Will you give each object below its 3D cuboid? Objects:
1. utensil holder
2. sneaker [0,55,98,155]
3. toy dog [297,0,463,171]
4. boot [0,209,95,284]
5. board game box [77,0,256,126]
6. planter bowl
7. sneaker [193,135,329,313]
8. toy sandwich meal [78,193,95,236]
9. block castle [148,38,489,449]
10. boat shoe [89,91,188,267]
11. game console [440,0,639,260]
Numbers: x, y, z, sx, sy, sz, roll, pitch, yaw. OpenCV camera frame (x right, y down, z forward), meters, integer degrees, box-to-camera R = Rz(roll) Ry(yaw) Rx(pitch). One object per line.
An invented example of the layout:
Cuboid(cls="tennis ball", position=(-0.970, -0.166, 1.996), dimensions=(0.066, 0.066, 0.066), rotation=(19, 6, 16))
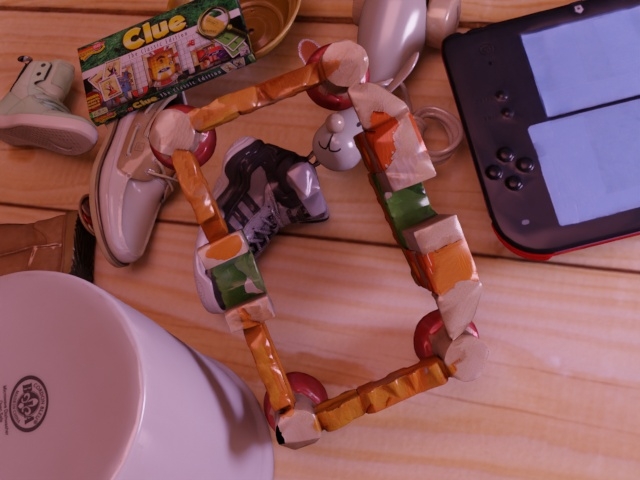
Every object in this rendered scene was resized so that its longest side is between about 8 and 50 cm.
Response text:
Cuboid(cls="utensil holder", position=(-0.263, 0.239, 1.215), dimensions=(0.328, 0.385, 0.327), rotation=(-6, 67, 13))
Cuboid(cls="sneaker", position=(-0.412, -0.220, 1.588), dimensions=(0.256, 0.094, 0.151), rotation=(12, 69, 40))
Cuboid(cls="toy dog", position=(0.084, -0.269, 1.432), dimensions=(0.220, 0.161, 0.333), rotation=(-3, 59, 11))
Cuboid(cls="boot", position=(-0.472, 0.073, 1.519), dimensions=(0.270, 0.089, 0.236), rotation=(-9, 56, 13))
Cuboid(cls="board game box", position=(-0.231, -0.274, 1.519), dimensions=(0.260, 0.030, 0.136), rotation=(-21, 60, 8))
Cuboid(cls="planter bowl", position=(-0.119, -0.343, 1.580), dimensions=(0.217, 0.090, 0.217), rotation=(-6, 67, 15))
Cuboid(cls="sneaker", position=(-0.077, -0.022, 1.426), dimensions=(0.153, 0.101, 0.268), rotation=(5, 67, 21))
Cuboid(cls="toy sandwich meal", position=(-0.323, -0.039, 1.522), dimensions=(0.029, 0.085, 0.085), rotation=(-29, 61, 25))
Cuboid(cls="block castle", position=(0.000, 0.000, 1.265), dimensions=(0.303, 0.213, 0.453), rotation=(-23, 93, -1))
Cuboid(cls="boat shoe", position=(-0.262, -0.108, 1.512), dimensions=(0.103, 0.113, 0.302), rotation=(-8, 65, 19))
Cuboid(cls="game console", position=(0.380, -0.166, 1.334), dimensions=(0.387, 0.060, 0.342), rotation=(-14, 73, 2))
